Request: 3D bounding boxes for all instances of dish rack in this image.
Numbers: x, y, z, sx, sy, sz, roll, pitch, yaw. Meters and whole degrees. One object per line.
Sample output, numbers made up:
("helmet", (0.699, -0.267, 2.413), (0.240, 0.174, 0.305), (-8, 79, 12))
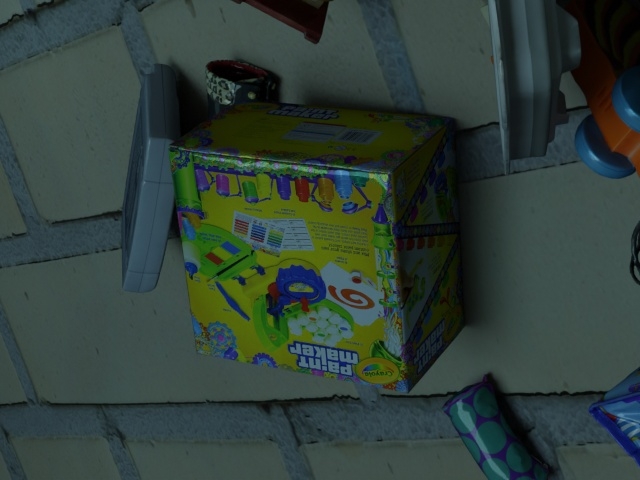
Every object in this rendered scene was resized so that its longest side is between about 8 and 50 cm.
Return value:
("dish rack", (0.182, -0.222, 1.295), (0.333, 0.072, 0.286), (53, -148, -79))

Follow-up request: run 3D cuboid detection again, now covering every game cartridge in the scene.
("game cartridge", (-0.241, -0.076, 2.049), (0.196, 0.060, 0.294), (-94, 15, -46))

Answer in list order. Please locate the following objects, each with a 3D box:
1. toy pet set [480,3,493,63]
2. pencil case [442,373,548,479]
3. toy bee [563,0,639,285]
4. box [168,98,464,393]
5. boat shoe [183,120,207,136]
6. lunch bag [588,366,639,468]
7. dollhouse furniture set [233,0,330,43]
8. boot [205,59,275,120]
("toy pet set", (0.219, -0.211, 1.508), (0.114, 0.065, 0.122), (62, 172, -6))
("pencil case", (0.214, 0.244, 1.761), (0.152, 0.070, 0.064), (56, 177, 6))
("toy bee", (0.327, -0.098, 1.385), (0.195, 0.162, 0.298), (158, 110, -65))
("box", (0.000, 0.000, 1.718), (0.289, 0.177, 0.279), (9, 118, 27))
("boat shoe", (-0.181, -0.086, 2.045), (0.066, 0.063, 0.184), (47, 140, 21))
("lunch bag", (0.423, 0.105, 1.298), (0.138, 0.221, 0.293), (55, 142, 9))
("dollhouse furniture set", (-0.107, -0.394, 1.551), (0.374, 0.152, 0.201), (24, 144, -13))
("boot", (-0.074, -0.120, 1.883), (0.236, 0.085, 0.179), (29, 128, 36))
